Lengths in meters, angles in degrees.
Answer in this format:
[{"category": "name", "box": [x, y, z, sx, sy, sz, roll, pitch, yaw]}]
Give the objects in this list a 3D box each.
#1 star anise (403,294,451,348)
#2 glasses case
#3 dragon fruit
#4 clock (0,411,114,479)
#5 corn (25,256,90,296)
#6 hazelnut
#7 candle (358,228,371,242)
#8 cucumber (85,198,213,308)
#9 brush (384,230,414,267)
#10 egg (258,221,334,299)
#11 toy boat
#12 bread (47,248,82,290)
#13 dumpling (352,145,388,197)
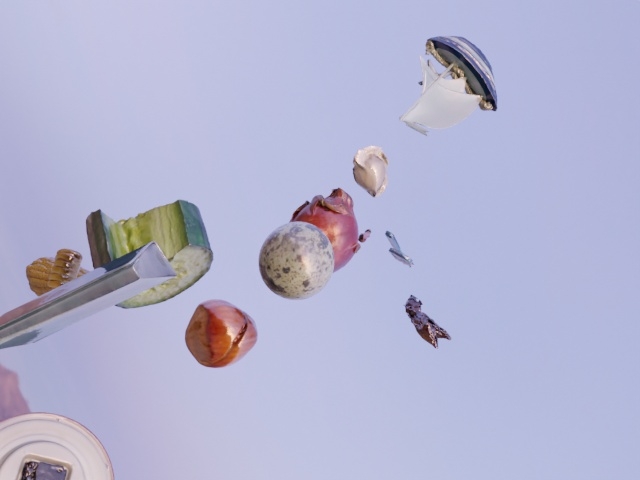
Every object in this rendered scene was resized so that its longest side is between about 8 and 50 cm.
[{"category": "star anise", "box": [0.271, 0.215, 1.665, 0.157, 0.053, 0.212, 49, 9, 4]}, {"category": "glasses case", "box": [-0.342, 0.078, 0.894, 0.056, 0.266, 0.105, 67, 14, 8]}, {"category": "dragon fruit", "box": [0.003, -0.003, 1.977, 0.250, 0.315, 0.250, 33, -24, 17]}, {"category": "clock", "box": [-0.573, 0.502, 1.307, 0.318, 0.318, 0.080, 55, -51, 14]}, {"category": "corn", "box": [-0.679, 0.108, 1.695, 0.322, 0.119, 0.119, 7, -61, 45]}, {"category": "hazelnut", "box": [-0.248, 0.240, 1.619, 0.182, 0.182, 0.182, 37, -38, 37]}, {"category": "candle", "box": [0.125, -0.012, 1.812, 0.167, 0.021, 0.026, -28, 107, -77]}, {"category": "cucumber", "box": [-0.275, 0.021, 1.046, 0.191, 0.191, 0.130, -48, -124, 59]}, {"category": "brush", "box": [0.149, 0.015, 1.260, 0.051, 0.014, 0.164, 29, -9, 25]}, {"category": "egg", "box": [-0.041, 0.032, 1.135, 0.172, 0.132, 0.132, -78, 155, -67]}, {"category": "toy boat", "box": [0.272, -0.353, 1.437, 0.210, 0.292, 0.070, 64, -26, 5]}, {"category": "bread", "box": [-0.478, 0.057, 1.201, 0.034, 0.049, 0.088, -31, -138, 62]}, {"category": "dumpling", "box": [0.170, -0.232, 2.110, 0.108, 0.127, 0.188, 10, -44, 47]}]
